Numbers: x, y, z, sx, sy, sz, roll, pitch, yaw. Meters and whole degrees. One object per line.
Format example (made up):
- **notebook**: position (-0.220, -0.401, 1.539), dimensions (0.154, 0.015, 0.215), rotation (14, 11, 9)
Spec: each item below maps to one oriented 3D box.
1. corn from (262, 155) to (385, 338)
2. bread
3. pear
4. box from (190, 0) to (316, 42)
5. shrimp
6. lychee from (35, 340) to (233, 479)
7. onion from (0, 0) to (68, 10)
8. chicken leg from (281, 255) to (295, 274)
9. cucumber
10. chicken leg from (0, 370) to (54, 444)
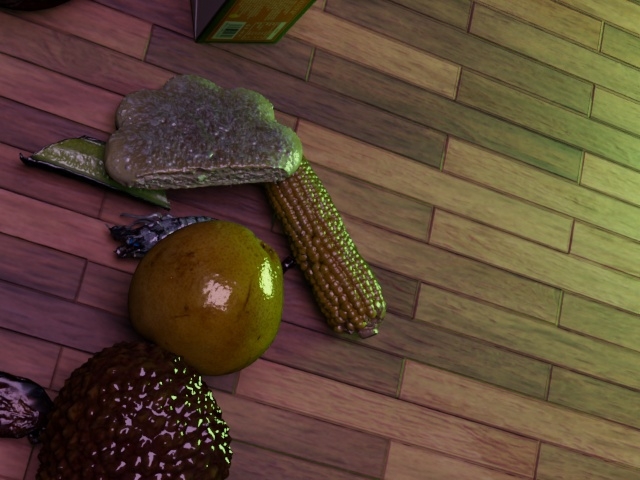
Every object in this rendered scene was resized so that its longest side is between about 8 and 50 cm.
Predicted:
- **corn**: position (0.000, 0.000, 1.814), dimensions (0.097, 0.097, 0.319), rotation (-26, 86, -26)
- **bread**: position (-0.174, -0.159, 1.754), dimensions (0.287, 0.056, 0.207), rotation (-7, 53, -22)
- **pear**: position (-0.144, 0.072, 1.653), dimensions (0.209, 0.209, 0.208), rotation (6, 75, -22)
- **box**: position (-0.098, -0.404, 1.811), dimensions (0.148, 0.195, 0.177), rotation (-2, 78, -23)
- **shrimp**: position (-0.211, -0.017, 1.740), dimensions (0.174, 0.076, 0.082), rotation (-7, 58, -24)
- **lychee**: position (-0.245, 0.265, 1.564), dimensions (0.272, 0.271, 0.271), rotation (6, 75, -22)
- **onion**: position (-0.422, -0.472, 1.665), dimensions (0.337, 0.260, 0.281), rotation (34, 72, -13)
- **chicken leg**: position (-0.099, 0.059, 1.790), dimensions (0.145, 0.037, 0.062), rotation (-7, 67, -22)
- **cucumber**: position (-0.310, -0.103, 1.734), dimensions (0.220, 0.046, 0.070), rotation (20, 68, -19)
- **chicken leg**: position (-0.460, 0.211, 1.591), dimensions (0.253, 0.051, 0.105), rotation (2, 82, -19)
